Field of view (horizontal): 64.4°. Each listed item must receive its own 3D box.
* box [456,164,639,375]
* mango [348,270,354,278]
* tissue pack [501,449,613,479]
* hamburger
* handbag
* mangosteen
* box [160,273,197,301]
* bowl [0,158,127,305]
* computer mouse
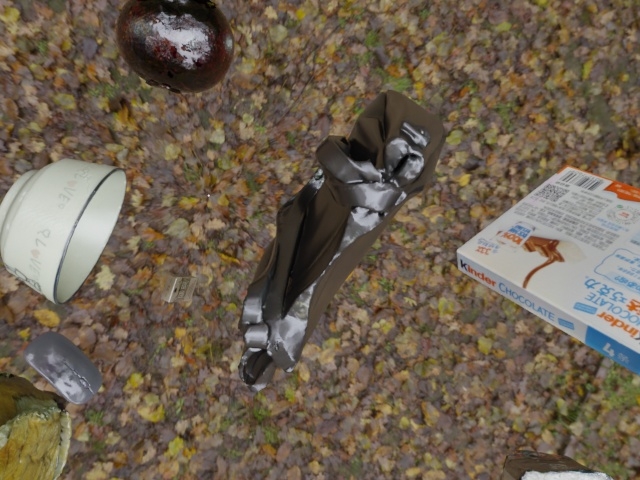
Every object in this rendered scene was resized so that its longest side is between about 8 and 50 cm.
[{"bbox_3d":[0.377,0.015,0.693,0.265,0.273,0.048,-33,132,-19],"label":"box"},{"bbox_3d":[0.000,0.000,1.178,0.154,0.252,0.126,1,139,-33],"label":"mango"},{"bbox_3d":[0.219,0.255,0.468,0.090,0.170,0.103,-5,72,11],"label":"tissue pack"},{"bbox_3d":[-0.424,0.307,0.635,0.134,0.285,0.265,15,49,-2],"label":"hamburger"},{"bbox_3d":[0.012,-0.012,0.513,0.113,0.257,0.285,35,111,-5],"label":"handbag"},{"bbox_3d":[-0.380,-0.553,1.366,0.330,0.330,0.330,-1,95,-12],"label":"mangosteen"},{"bbox_3d":[-0.286,0.097,1.035,0.024,0.083,0.053,18,91,15],"label":"box"},{"bbox_3d":[-0.412,-0.029,0.799,0.126,0.238,0.238,24,89,-9],"label":"bowl"},{"bbox_3d":[-0.726,0.360,1.443,0.232,0.057,0.120,49,44,-7],"label":"computer mouse"}]
